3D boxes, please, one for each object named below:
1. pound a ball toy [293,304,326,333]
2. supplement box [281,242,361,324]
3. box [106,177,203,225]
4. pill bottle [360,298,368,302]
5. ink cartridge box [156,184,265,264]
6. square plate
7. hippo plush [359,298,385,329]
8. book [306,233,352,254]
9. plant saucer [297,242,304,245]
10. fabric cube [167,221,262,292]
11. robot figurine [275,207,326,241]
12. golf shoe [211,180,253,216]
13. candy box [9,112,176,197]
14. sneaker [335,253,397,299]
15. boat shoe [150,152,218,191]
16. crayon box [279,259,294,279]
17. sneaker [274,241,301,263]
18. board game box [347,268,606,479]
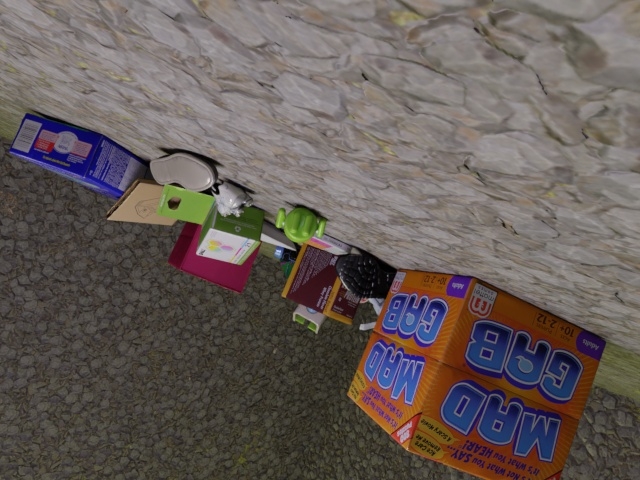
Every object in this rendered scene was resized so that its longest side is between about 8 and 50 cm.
[{"bbox_3d":[0.048,0.250,2.134,0.208,0.319,0.136,28,148,12],"label":"pound a ball toy"},{"bbox_3d":[0.021,0.125,1.486,0.194,0.191,0.129,16,171,40],"label":"supplement box"},{"bbox_3d":[-0.437,-0.098,1.302,0.201,0.164,0.021,4,-126,-54],"label":"box"},{"bbox_3d":[0.113,0.163,1.842,0.108,0.108,0.180,16,171,44],"label":"pill bottle"},{"bbox_3d":[-0.298,-0.035,1.275,0.255,0.097,0.189,14,153,-20],"label":"ink cartridge box"},{"bbox_3d":[-0.287,-0.077,1.531,0.347,0.049,0.344,18,172,39],"label":"square plate"},{"bbox_3d":[0.250,0.258,1.592,0.294,0.234,0.236,6,-173,-7],"label":"hippo plush"},{"bbox_3d":[0.000,0.000,1.262,0.144,0.035,0.096,24,170,-17],"label":"book"},{"bbox_3d":[-0.044,0.018,1.620,0.083,0.015,0.083,23,173,3],"label":"plant saucer"},{"bbox_3d":[-0.402,0.030,1.883,0.254,0.259,0.258,27,171,-24],"label":"fabric cube"},{"bbox_3d":[-0.041,-0.030,0.997,0.101,0.067,0.115,11,174,-4],"label":"robot figurine"},{"bbox_3d":[-0.209,-0.102,1.092,0.086,0.069,0.176,47,162,-19],"label":"golf shoe"},{"bbox_3d":[-0.589,-0.193,1.306,0.268,0.122,0.317,19,171,20],"label":"candy box"},{"bbox_3d":[0.113,0.096,1.320,0.124,0.107,0.283,24,179,45],"label":"sneaker"},{"bbox_3d":[-0.256,-0.142,0.955,0.206,0.075,0.065,10,-151,42],"label":"boat shoe"},{"bbox_3d":[-0.015,0.138,1.963,0.278,0.081,0.165,26,-165,-26],"label":"crayon box"},{"bbox_3d":[-0.092,0.043,1.742,0.090,0.081,0.232,18,179,13],"label":"sneaker"},{"bbox_3d":[0.335,0.302,1.137,0.356,0.356,0.356,25,173,-14],"label":"board game box"}]
